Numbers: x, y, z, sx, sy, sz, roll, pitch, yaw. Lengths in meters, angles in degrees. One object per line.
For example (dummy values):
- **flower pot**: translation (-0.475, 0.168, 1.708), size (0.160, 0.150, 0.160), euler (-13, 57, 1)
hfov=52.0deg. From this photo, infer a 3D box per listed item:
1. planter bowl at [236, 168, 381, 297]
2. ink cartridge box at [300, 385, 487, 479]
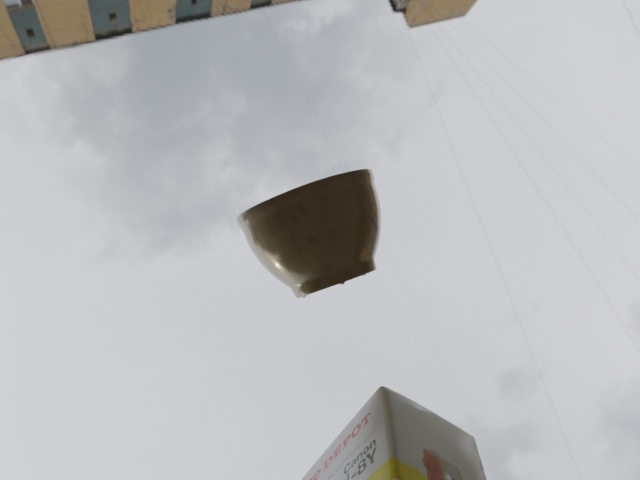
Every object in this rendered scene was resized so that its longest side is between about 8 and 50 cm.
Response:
- **planter bowl**: translation (0.000, 0.000, 0.732), size (0.162, 0.162, 0.109), euler (-18, -95, -17)
- **ink cartridge box**: translation (0.062, 0.396, 0.729), size (0.160, 0.385, 0.279), euler (33, -70, -11)
